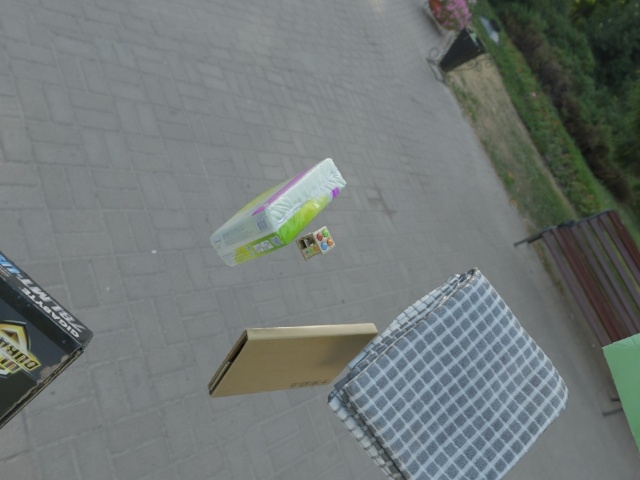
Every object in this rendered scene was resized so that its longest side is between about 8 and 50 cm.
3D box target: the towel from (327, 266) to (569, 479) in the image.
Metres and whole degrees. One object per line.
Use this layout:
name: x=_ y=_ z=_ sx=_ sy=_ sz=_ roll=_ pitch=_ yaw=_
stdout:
towel: x=0.180 y=0.209 z=0.658 sx=0.283 sy=0.121 sz=0.235 roll=-38 pitch=91 yaw=-18

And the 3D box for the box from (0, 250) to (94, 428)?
box: x=-0.495 y=0.127 z=0.566 sx=0.295 sy=0.293 sz=0.073 roll=49 pitch=-7 yaw=-15

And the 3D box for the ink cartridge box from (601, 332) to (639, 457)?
ink cartridge box: x=0.379 y=0.177 z=0.425 sx=0.056 sy=0.171 sz=0.235 roll=-91 pitch=158 yaw=-77

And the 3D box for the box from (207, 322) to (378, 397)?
box: x=-0.039 y=0.169 z=0.671 sx=0.201 sy=0.164 sz=0.021 roll=5 pitch=47 yaw=-31

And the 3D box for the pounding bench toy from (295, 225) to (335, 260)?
pounding bench toy: x=0.000 y=0.000 z=1.079 sx=0.083 sy=0.065 sz=0.052 roll=-33 pitch=98 yaw=-49

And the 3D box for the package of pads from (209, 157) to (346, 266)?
package of pads: x=-0.102 y=-0.069 z=1.143 sx=0.101 sy=0.229 sz=0.296 roll=57 pitch=42 yaw=-13
